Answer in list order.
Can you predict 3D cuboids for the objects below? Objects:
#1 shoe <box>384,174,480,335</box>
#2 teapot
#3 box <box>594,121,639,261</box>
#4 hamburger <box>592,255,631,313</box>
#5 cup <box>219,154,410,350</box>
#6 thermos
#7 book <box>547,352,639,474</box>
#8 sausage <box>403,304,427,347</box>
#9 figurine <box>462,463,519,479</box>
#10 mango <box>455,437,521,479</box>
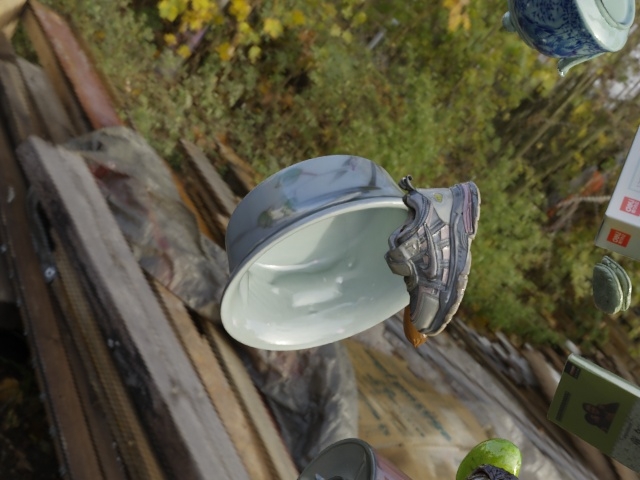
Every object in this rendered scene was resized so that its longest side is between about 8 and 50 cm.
[{"bbox_3d":[0.117,0.013,0.914,0.092,0.180,0.089,14,-4,-2],"label":"shoe"},{"bbox_3d":[0.283,-0.290,0.987,0.232,0.159,0.159,40,15,-33],"label":"teapot"},{"bbox_3d":[0.525,-0.086,1.247,0.135,0.269,0.079,22,-33,16],"label":"box"},{"bbox_3d":[0.602,0.097,1.678,0.084,0.054,0.121,-125,-156,-71],"label":"hamburger"},{"bbox_3d":[0.000,0.000,1.195,0.347,0.347,0.163,22,37,-49],"label":"cup"},{"bbox_3d":[0.088,0.344,0.883,0.265,0.146,0.176,41,-27,-22],"label":"thermos"},{"bbox_3d":[0.719,0.437,1.928,0.352,0.239,0.035,29,45,27],"label":"book"},{"bbox_3d":[0.207,0.133,1.700,0.062,0.183,0.054,16,5,30],"label":"sausage"},{"bbox_3d":[0.211,0.481,1.209,0.168,0.315,0.187,41,-24,-29],"label":"figurine"},{"bbox_3d":[0.326,0.459,1.599,0.117,0.163,0.089,11,15,16],"label":"mango"}]
